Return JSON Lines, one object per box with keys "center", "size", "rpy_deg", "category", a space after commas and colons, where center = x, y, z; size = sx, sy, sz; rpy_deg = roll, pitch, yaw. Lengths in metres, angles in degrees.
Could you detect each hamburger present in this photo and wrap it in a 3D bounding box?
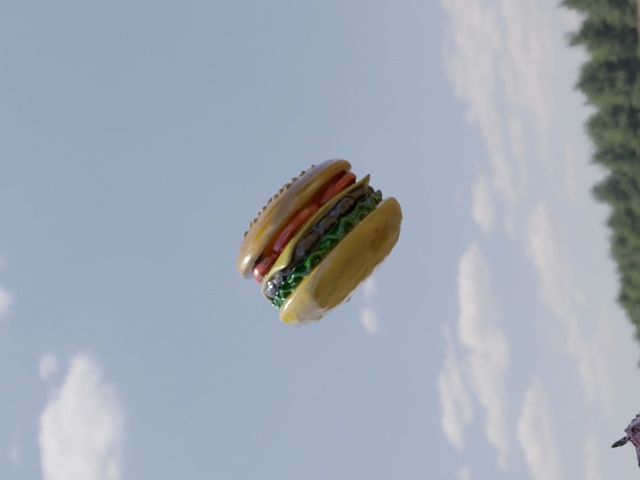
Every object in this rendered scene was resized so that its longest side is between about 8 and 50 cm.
{"center": [0.000, 0.000, 1.167], "size": [0.115, 0.162, 0.162], "rpy_deg": [45, -165, 5], "category": "hamburger"}

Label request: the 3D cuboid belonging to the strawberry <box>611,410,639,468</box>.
{"center": [0.405, 0.149, 1.218], "size": [0.098, 0.228, 0.174], "rpy_deg": [47, -132, 5], "category": "strawberry"}
